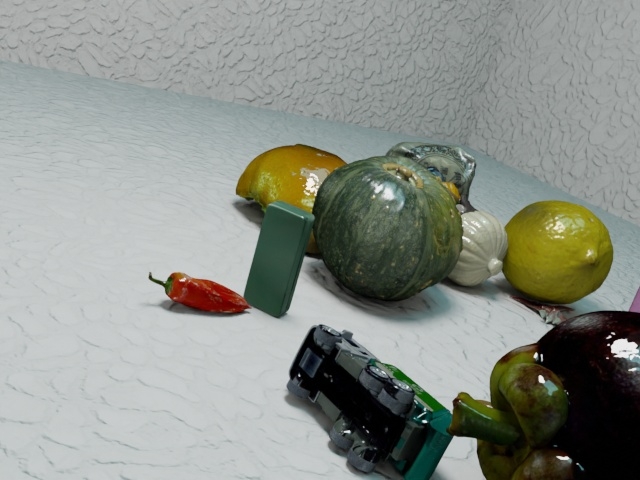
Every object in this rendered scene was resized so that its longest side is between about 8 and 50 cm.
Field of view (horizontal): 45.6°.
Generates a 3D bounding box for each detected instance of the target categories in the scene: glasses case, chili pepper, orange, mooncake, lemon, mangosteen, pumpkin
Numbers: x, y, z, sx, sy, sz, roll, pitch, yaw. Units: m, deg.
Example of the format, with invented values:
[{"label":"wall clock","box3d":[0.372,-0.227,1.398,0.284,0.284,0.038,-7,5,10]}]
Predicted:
[{"label":"glasses case","box3d":[-0.070,0.031,1.271,0.077,0.184,0.039,23,21,20]},{"label":"chili pepper","box3d":[-0.193,0.085,1.217,0.191,0.050,0.059,21,10,-31]},{"label":"orange","box3d":[-0.042,-0.120,1.763,0.262,0.196,0.334,-7,27,-29]},{"label":"mooncake","box3d":[0.271,-0.134,2.001,0.250,0.255,0.136,9,7,-18]},{"label":"lemon","box3d":[0.541,0.028,1.764,0.267,0.267,0.267,16,17,-5]},{"label":"mangosteen","box3d":[0.337,0.232,0.877,0.296,0.297,0.313,29,30,33]},{"label":"pumpkin","box3d":[0.142,-0.023,1.516,0.327,0.258,0.291,-2,38,-43]}]

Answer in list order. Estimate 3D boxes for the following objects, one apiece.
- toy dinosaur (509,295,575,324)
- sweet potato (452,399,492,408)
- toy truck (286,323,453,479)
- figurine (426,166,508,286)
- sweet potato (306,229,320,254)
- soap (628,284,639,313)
[{"label":"toy dinosaur","box3d":[0.518,0.162,1.691,0.220,0.032,0.108,25,21,30]},{"label":"sweet potato","box3d":[0.279,0.267,1.099,0.182,0.053,0.054,22,23,14]},{"label":"toy truck","box3d":[0.068,0.210,0.988,0.124,0.114,0.253,20,11,-41]},{"label":"figurine","box3d":[0.318,-0.043,1.775,0.204,0.185,0.332,-11,44,9]},{"label":"sweet potato","box3d":[0.002,0.000,1.652,0.233,0.062,0.081,1,4,-34]},{"label":"soap","box3d":[0.590,0.183,1.307,0.181,0.260,0.081,6,20,-29]}]
